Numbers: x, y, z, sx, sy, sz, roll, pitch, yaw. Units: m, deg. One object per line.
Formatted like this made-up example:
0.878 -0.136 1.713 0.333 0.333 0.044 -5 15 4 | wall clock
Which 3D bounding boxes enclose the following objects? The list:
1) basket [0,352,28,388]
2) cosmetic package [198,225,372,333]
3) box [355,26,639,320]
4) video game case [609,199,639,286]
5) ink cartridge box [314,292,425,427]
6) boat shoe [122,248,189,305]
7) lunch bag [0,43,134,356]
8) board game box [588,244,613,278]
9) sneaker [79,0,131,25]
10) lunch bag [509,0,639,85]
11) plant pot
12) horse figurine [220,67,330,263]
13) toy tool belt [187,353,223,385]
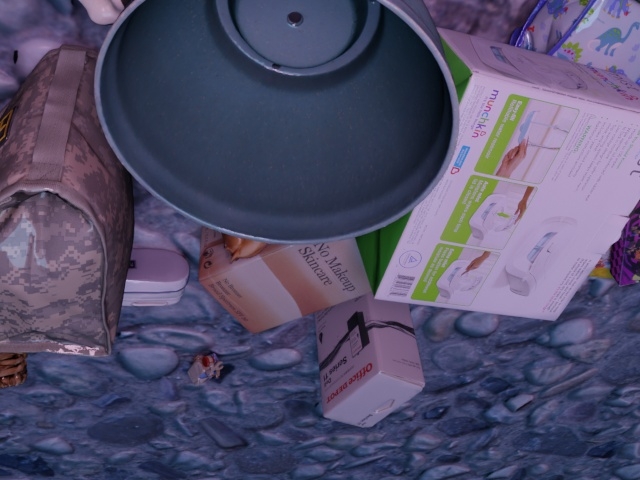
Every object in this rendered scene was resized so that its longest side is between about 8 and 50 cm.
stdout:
-0.540 0.084 0.869 0.300 0.222 0.213 -3 175 24 | basket
0.000 0.000 0.879 0.296 0.129 0.153 -23 133 16 | cosmetic package
0.191 -0.055 0.679 0.231 0.126 0.261 7 125 -16 | box
0.538 -0.046 0.939 0.211 0.041 0.232 -12 130 3 | video game case
0.069 0.161 1.007 0.087 0.208 0.153 20 131 -27 | ink cartridge box
-0.322 0.060 0.930 0.258 0.095 0.084 8 132 -15 | boat shoe
-0.293 -0.043 0.714 0.169 0.235 0.286 5 137 -13 | lunch bag
0.459 0.017 1.034 0.154 0.026 0.103 6 136 -13 | board game box
-0.254 -0.286 0.432 0.145 0.147 0.385 -16 159 38 | sneaker
0.285 -0.204 0.716 0.129 0.096 0.151 15 124 -23 | lunch bag
-0.029 -0.163 0.588 0.294 0.196 0.293 3 142 3 | plant pot
-0.034 -0.098 0.756 0.264 0.066 0.174 -26 96 9 | horse figurine
-0.202 0.227 1.173 0.051 0.052 0.083 -12 154 -44 | toy tool belt
